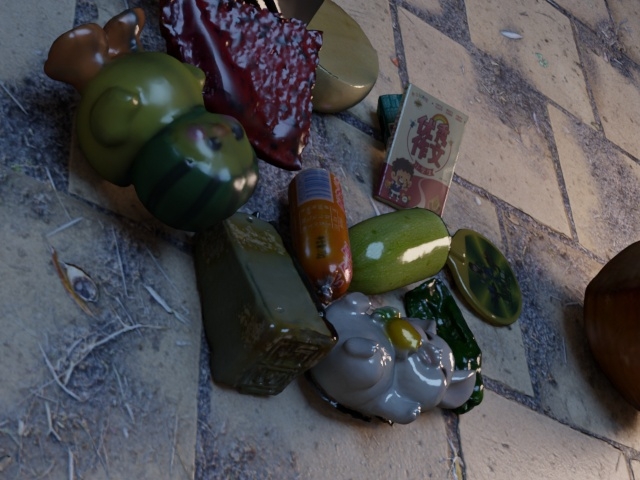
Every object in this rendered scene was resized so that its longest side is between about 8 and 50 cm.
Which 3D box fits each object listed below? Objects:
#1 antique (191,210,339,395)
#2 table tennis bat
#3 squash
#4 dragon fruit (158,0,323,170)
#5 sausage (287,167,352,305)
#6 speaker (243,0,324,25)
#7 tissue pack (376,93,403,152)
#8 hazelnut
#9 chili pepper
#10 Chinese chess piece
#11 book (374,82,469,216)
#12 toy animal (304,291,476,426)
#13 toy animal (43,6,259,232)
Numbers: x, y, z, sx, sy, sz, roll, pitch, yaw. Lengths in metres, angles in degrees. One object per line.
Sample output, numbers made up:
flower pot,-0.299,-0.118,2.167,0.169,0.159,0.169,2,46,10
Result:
antique,-0.096,0.070,1.674,0.125,0.150,0.284,16,40,-39
table tennis bat,0.273,0.045,2.182,0.321,0.050,0.198,34,40,-30
squash,0.104,0.021,1.930,0.247,0.132,0.132,-14,70,-53
dragon fruit,-0.141,-0.310,1.836,0.330,0.240,0.302,43,-1,-41
sausage,0.000,0.000,1.805,0.093,0.093,0.312,34,24,-23
speaker,-0.122,-0.454,1.960,0.153,0.193,0.231,-59,150,-20
tissue pack,0.160,-0.222,2.266,0.085,0.079,0.111,-4,54,-9
hazelnut,0.690,0.180,2.310,0.372,0.316,0.372,8,80,-60
chili pepper,0.220,0.175,1.973,0.099,0.083,0.253,6,51,-34
Chinese chess piece,-0.006,-0.355,2.175,0.251,0.097,0.250,29,40,-28
book,0.193,-0.161,2.188,0.162,0.022,0.231,25,76,-34
toy animal,0.107,0.185,1.775,0.208,0.154,0.325,54,22,22
toy animal,-0.238,-0.154,1.647,0.338,0.191,0.216,47,35,5
